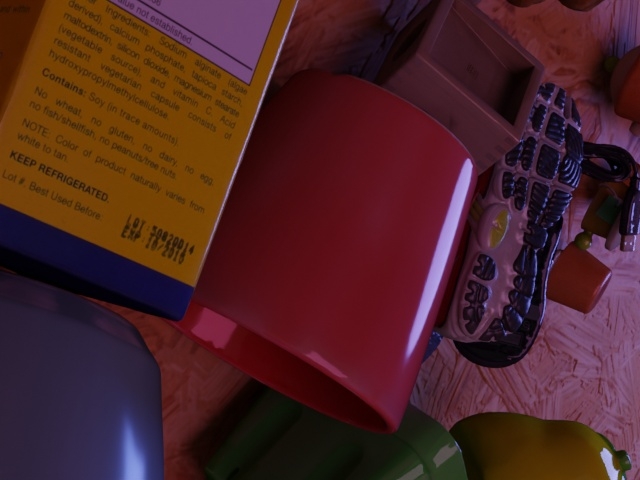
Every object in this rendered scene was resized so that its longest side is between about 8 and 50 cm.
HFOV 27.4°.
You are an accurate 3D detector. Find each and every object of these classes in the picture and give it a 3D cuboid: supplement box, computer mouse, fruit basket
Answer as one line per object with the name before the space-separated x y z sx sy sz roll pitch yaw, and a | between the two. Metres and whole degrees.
supplement box | -0.162 -0.150 0.940 0.194 0.195 0.357 28 78 -43
computer mouse | 0.238 0.010 1.389 0.184 0.060 0.262 9 92 -3
fruit basket | 0.113 0.272 1.342 0.392 0.283 0.392 -18 120 -34

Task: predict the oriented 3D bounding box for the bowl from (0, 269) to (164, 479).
bowl | -0.247 0.120 1.005 0.311 0.311 0.163 31 68 -43

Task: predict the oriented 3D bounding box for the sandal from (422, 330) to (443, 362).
sandal | 0.107 0.022 1.390 0.097 0.054 0.255 20 87 -50

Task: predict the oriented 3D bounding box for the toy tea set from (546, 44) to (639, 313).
toy tea set | 0.331 -0.082 1.502 0.336 0.124 0.200 -56 162 -9

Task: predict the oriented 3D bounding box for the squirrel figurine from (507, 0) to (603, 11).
squirrel figurine | 0.248 -0.382 1.094 0.281 0.370 0.397 6 104 -40

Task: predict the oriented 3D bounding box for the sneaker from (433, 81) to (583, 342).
sneaker | 0.167 -0.035 1.306 0.107 0.118 0.279 32 76 -33

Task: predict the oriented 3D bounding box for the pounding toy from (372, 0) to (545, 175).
pounding toy | 0.116 -0.185 1.258 0.181 0.094 0.206 38 43 -12

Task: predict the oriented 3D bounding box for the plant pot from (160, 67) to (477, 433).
plant pot | 0.000 0.000 1.160 0.275 0.275 0.243 41 73 -42
